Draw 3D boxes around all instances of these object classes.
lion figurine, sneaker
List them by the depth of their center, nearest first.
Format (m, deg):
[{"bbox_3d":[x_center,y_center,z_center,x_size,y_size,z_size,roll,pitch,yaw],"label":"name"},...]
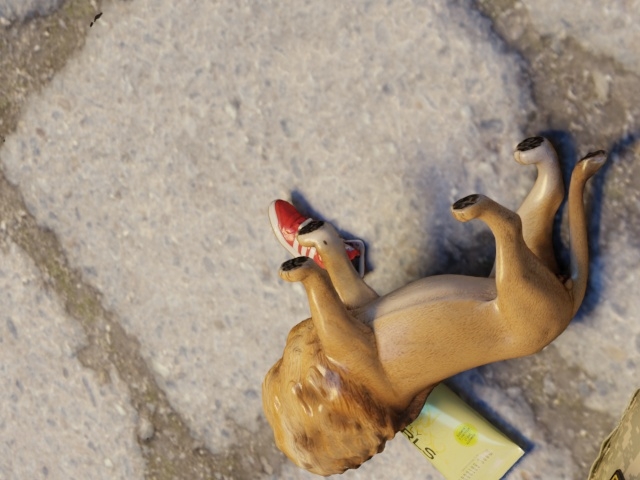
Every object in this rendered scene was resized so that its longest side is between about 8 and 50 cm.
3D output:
[{"bbox_3d":[0.110,0.074,1.527,0.392,0.142,0.240,-18,112,16],"label":"lion figurine"},{"bbox_3d":[0.000,0.000,1.666,0.067,0.042,0.118,-30,96,42],"label":"sneaker"}]

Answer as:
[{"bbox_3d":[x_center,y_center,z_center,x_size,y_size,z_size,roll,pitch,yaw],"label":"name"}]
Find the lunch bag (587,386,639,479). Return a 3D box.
[{"bbox_3d":[0.349,0.268,1.444,0.287,0.169,0.235,39,128,27],"label":"lunch bag"}]

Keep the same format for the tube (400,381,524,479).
[{"bbox_3d":[0.090,0.156,1.651,0.240,0.062,0.070,43,166,9],"label":"tube"}]
